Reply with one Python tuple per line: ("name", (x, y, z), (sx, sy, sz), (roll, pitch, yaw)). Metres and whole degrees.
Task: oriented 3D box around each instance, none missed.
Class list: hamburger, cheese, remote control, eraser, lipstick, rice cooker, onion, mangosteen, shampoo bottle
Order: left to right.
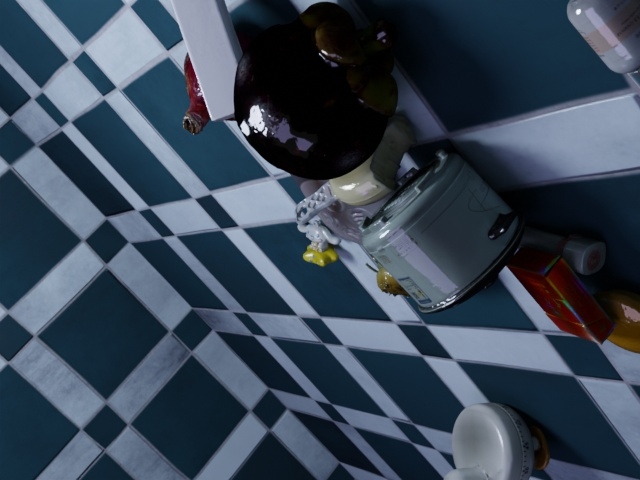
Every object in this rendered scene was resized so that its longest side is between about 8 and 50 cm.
("eraser", (-0.192, -0.359, 1.349), (0.076, 0.078, 0.298), (-48, -59, -78))
("onion", (-0.188, -0.292, 1.458), (0.195, 0.218, 0.140), (33, 154, 16))
("mangosteen", (0.009, -0.237, 1.251), (0.287, 0.287, 0.233), (21, 159, 38))
("remote control", (0.043, -0.115, 1.561), (0.221, 0.103, 0.332), (-1, 132, 44))
("cheese", (0.052, -0.126, 1.398), (0.249, 0.163, 0.071), (-19, 140, 39))
("hamburger", (0.184, 0.062, 1.584), (0.185, 0.113, 0.177), (-1, 173, 3))
("rice cooker", (0.212, -0.007, 1.324), (0.227, 0.241, 0.280), (45, 145, -7))
("lipstick", (0.382, 0.006, 1.325), (0.186, 0.063, 0.057), (21, 118, 49))
("shampoo bottle", (0.373, -0.224, 0.921), (0.192, 0.074, 0.074), (46, 156, -10))

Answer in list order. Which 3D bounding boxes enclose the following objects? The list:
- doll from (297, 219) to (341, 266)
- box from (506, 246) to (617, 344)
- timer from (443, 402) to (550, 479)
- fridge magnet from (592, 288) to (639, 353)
("doll", (0.005, 0.002, 1.884), (0.135, 0.071, 0.113), (-10, 107, 53))
("box", (0.400, 0.092, 1.309), (0.175, 0.048, 0.112), (46, 170, -19))
("timer", (0.404, 0.520, 1.932), (0.240, 0.233, 0.233), (2, 171, -26))
("fridge magnet", (0.521, 0.136, 1.332), (0.143, 0.063, 0.143), (34, 154, 19))
